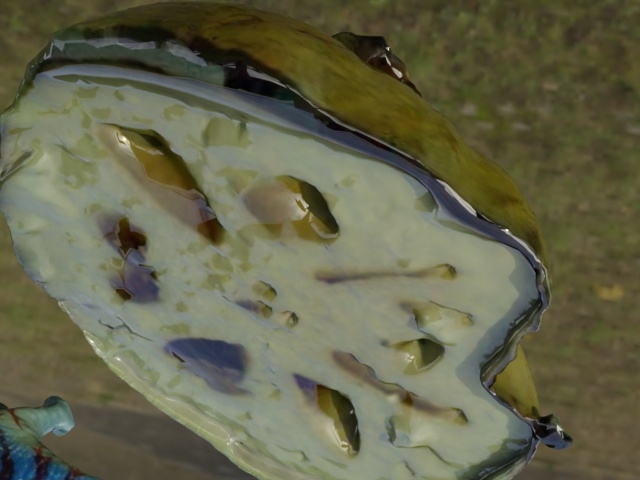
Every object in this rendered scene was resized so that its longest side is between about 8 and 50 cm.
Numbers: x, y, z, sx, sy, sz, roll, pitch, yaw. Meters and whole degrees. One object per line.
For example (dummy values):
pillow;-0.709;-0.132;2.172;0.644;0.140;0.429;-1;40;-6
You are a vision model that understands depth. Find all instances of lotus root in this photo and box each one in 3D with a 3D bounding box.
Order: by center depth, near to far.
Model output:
lotus root;-0.004;-0.002;0.521;0.204;0.078;0.183;36;141;-4

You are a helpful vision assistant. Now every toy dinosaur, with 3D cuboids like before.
toy dinosaur;-0.190;0.131;0.907;0.329;0.076;0.144;6;-176;7
